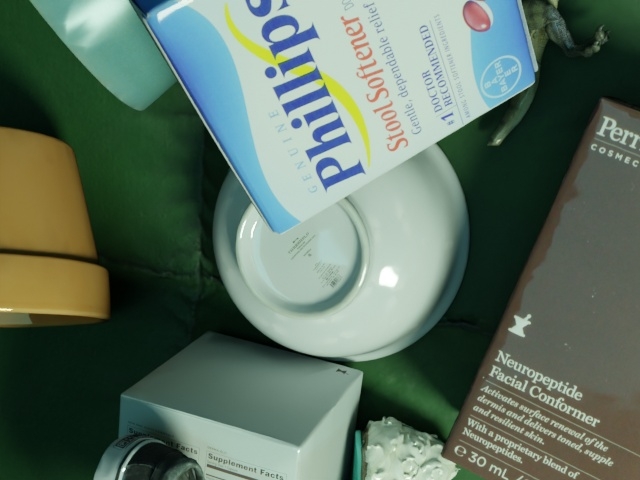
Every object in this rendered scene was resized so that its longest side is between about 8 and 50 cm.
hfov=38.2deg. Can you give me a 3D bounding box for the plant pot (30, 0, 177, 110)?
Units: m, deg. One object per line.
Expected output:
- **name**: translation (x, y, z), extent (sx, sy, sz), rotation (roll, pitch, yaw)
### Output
- **plant pot**: translation (-0.167, -0.313, 0.907), extent (0.235, 0.293, 0.293), rotation (-33, 87, 5)

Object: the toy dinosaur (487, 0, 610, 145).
- **toy dinosaur**: translation (0.222, -0.226, 0.897), extent (0.118, 0.064, 0.268), rotation (5, 101, 33)

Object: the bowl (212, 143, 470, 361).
- **bowl**: translation (0.000, 0.000, 0.973), extent (0.297, 0.134, 0.298), rotation (3, 100, 19)

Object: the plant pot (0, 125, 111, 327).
- **plant pot**: translation (-0.384, -0.010, 1.043), extent (0.290, 0.291, 0.204), rotation (-4, 82, 20)

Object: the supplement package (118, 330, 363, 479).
- **supplement package**: translation (-0.090, 0.270, 1.003), extent (0.198, 0.199, 0.263), rotation (13, 108, 17)

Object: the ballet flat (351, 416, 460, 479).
- **ballet flat**: translation (0.081, 0.399, 0.994), extent (0.147, 0.147, 0.409), rotation (8, 91, 18)

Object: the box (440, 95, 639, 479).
- **box**: translation (0.282, 0.073, 0.882), extent (0.191, 0.143, 0.381), rotation (25, 104, 17)

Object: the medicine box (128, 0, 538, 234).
- **medicine box**: translation (0.010, -0.195, 0.810), extent (0.289, 0.263, 0.149), rotation (-32, 45, -3)

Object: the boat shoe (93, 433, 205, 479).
- **boat shoe**: translation (-0.149, 0.338, 0.871), extent (0.105, 0.113, 0.306), rotation (10, 98, 34)
